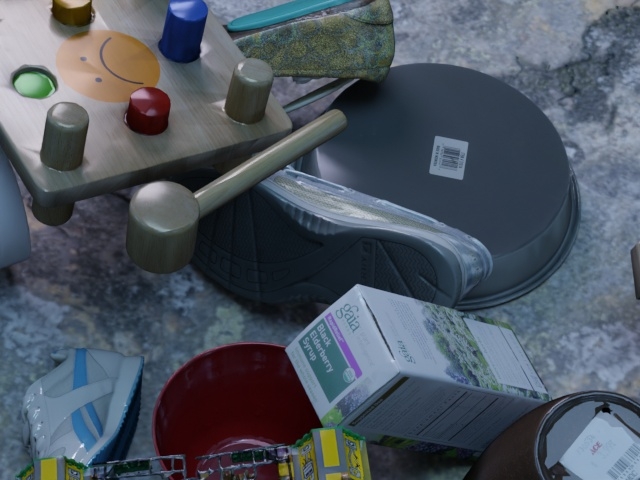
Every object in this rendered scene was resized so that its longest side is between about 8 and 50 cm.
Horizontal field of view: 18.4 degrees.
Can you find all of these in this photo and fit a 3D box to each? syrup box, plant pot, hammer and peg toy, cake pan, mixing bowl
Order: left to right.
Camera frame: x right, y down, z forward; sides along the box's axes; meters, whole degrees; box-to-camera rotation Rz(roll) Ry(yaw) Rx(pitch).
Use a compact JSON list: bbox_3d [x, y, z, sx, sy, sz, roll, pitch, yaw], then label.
[{"bbox_3d":[-0.158,-0.113,1.749,0.266,0.127,0.361,-18,55,-29],"label":"hammer and peg toy"},{"bbox_3d":[-0.058,0.189,1.708,0.181,0.098,0.181,4,52,-5],"label":"mixing bowl"},{"bbox_3d":[0.088,0.118,1.704,0.237,0.096,0.093,14,39,-49],"label":"syrup box"},{"bbox_3d":[0.118,-0.065,1.947,0.293,0.054,0.293,4,53,-5],"label":"cake pan"},{"bbox_3d":[0.218,0.214,1.619,0.215,0.230,0.215,0,64,-1],"label":"plant pot"}]

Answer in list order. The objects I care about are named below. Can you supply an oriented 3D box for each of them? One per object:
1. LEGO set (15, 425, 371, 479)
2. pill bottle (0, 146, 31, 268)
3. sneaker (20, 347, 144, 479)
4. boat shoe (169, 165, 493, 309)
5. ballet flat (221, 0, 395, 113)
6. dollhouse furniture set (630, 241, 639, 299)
[{"bbox_3d":[-0.086,0.293,1.534,0.331,0.255,0.192,-1,46,-8],"label":"LEGO set"},{"bbox_3d":[-0.406,-0.007,1.776,0.265,0.153,0.153,-16,57,-18],"label":"pill bottle"},{"bbox_3d":[-0.217,0.175,1.692,0.092,0.087,0.228,10,31,3],"label":"sneaker"},{"bbox_3d":[0.001,-0.002,1.835,0.320,0.118,0.103,13,19,28],"label":"boat shoe"},{"bbox_3d":[-0.095,-0.170,1.954,0.349,0.123,0.123,-9,53,9],"label":"ballet flat"},{"bbox_3d":[0.445,0.146,1.821,0.286,0.198,0.303,-6,83,7],"label":"dollhouse furniture set"}]
